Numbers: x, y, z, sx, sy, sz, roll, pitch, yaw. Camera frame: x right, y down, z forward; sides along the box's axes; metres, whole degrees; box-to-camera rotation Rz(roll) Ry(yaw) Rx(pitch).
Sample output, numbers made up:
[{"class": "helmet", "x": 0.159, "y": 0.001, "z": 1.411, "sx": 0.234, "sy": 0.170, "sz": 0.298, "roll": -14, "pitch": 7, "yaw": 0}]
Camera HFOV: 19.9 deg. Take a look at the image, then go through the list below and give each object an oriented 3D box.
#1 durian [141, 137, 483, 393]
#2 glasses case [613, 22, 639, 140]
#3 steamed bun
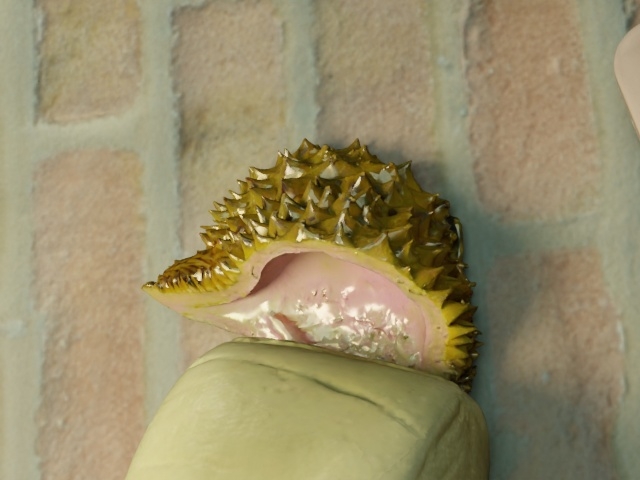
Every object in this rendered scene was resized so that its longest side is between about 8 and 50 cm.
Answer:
[{"class": "durian", "x": 0.014, "y": -0.005, "z": 1.601, "sx": 0.305, "sy": 0.185, "sz": 0.195, "roll": 13, "pitch": 51, "yaw": 26}, {"class": "glasses case", "x": 0.340, "y": -0.063, "z": 1.547, "sx": 0.113, "sy": 0.075, "sz": 0.296, "roll": -20, "pitch": 67, "yaw": 7}, {"class": "steamed bun", "x": -0.011, "y": 0.203, "z": 1.441, "sx": 0.290, "sy": 0.272, "sz": 0.273, "roll": 5, "pitch": 72, "yaw": 11}]
